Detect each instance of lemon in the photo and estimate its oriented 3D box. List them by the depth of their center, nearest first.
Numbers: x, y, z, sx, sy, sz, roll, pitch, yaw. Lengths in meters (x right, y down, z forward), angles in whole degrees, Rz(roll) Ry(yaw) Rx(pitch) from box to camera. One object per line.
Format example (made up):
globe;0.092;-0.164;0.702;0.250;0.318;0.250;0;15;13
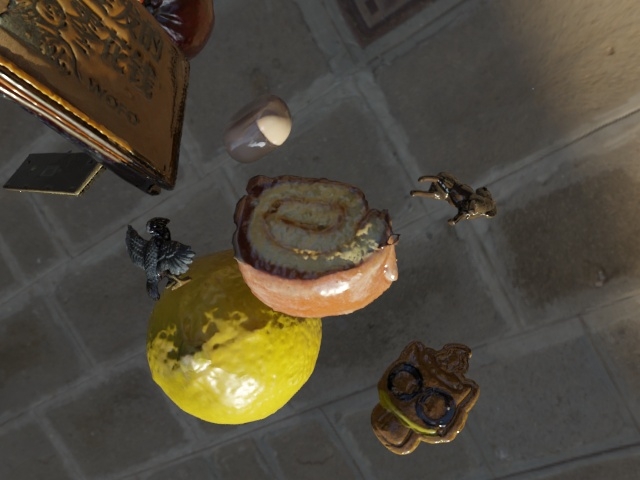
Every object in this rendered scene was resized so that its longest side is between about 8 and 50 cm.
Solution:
lemon;-0.151;0.168;1.031;0.336;0.336;0.335;5;106;19

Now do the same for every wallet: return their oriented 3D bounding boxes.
wallet;-0.170;-0.140;0.412;0.042;0.195;0.160;-21;53;21

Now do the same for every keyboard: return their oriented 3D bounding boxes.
keyboard;-0.503;-0.128;1.081;0.317;0.106;0.027;7;149;42

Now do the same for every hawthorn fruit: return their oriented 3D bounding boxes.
hawthorn fruit;-0.353;-0.509;1.247;0.254;0.300;0.254;-2;116;-5

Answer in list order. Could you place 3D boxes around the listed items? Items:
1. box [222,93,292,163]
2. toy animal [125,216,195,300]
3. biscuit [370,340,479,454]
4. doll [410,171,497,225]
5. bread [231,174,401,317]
box;-0.126;-0.225;1.140;0.146;0.200;0.088;-32;114;12
toy animal;-0.221;0.023;0.780;0.220;0.062;0.107;17;127;47
biscuit;0.236;0.345;1.277;0.208;0.041;0.290;38;83;23
doll;0.273;-0.084;1.096;0.139;0.165;0.057;41;127;26
bread;-0.002;0.011;0.825;0.244;0.123;0.190;6;64;17
